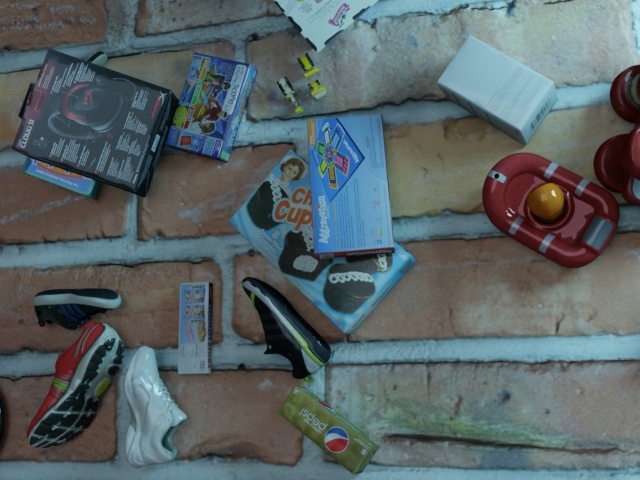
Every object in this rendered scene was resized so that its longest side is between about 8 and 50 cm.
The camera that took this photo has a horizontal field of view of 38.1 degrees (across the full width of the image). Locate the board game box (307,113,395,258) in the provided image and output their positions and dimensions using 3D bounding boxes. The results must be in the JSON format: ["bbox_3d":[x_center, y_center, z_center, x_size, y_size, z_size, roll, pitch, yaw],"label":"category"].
[{"bbox_3d":[0.053,-0.102,1.702,0.145,0.027,0.281,-4,64,2],"label":"board game box"}]

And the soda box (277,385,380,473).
[{"bbox_3d":[0.014,0.339,1.669,0.181,0.058,0.061,35,93,22],"label":"soda box"}]

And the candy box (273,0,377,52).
[{"bbox_3d":[-0.023,-0.500,1.768,0.159,0.071,0.233,-39,108,9],"label":"candy box"}]

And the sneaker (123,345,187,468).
[{"bbox_3d":[-0.311,0.318,1.783,0.115,0.090,0.232,-4,88,12],"label":"sneaker"}]

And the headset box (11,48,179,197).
[{"bbox_3d":[-0.461,-0.238,1.862,0.293,0.110,0.218,18,86,2],"label":"headset box"}]

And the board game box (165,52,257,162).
[{"bbox_3d":[-0.222,-0.270,1.880,0.136,0.035,0.201,16,86,22],"label":"board game box"}]

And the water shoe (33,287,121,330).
[{"bbox_3d":[-0.489,0.142,1.890,0.203,0.073,0.080,0,101,24],"label":"water shoe"}]

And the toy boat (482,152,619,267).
[{"bbox_3d":[0.381,-0.061,1.563,0.231,0.151,0.151,31,91,22],"label":"toy boat"}]

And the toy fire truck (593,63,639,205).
[{"bbox_3d":[0.610,-0.178,1.518,0.253,0.169,0.302,15,85,-3],"label":"toy fire truck"}]

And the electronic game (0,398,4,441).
[{"bbox_3d":[-0.760,0.384,1.941,0.229,0.048,0.229,-4,78,19],"label":"electronic game"}]

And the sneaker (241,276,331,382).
[{"bbox_3d":[-0.084,0.167,1.722,0.097,0.084,0.235,-47,69,7],"label":"sneaker"}]

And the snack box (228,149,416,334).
[{"bbox_3d":[0.000,0.000,1.736,0.322,0.060,0.187,42,94,22],"label":"snack box"}]

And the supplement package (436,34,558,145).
[{"bbox_3d":[0.315,-0.266,1.650,0.179,0.105,0.105,36,94,21],"label":"supplement package"}]

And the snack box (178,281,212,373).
[{"bbox_3d":[-0.244,0.171,1.811,0.064,0.022,0.178,-4,79,20],"label":"snack box"}]

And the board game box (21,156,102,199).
[{"bbox_3d":[-0.510,-0.211,1.944,0.160,0.047,0.210,19,87,5],"label":"board game box"}]

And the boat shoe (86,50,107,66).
[{"bbox_3d":[-0.514,-0.362,1.993,0.133,0.049,0.042,-41,78,13],"label":"boat shoe"}]

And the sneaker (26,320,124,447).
[{"bbox_3d":[-0.496,0.287,1.855,0.118,0.107,0.279,35,89,40],"label":"sneaker"}]

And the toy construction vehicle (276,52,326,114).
[{"bbox_3d":[-0.035,-0.306,1.825,0.085,0.035,0.098,-31,74,0],"label":"toy construction vehicle"}]
